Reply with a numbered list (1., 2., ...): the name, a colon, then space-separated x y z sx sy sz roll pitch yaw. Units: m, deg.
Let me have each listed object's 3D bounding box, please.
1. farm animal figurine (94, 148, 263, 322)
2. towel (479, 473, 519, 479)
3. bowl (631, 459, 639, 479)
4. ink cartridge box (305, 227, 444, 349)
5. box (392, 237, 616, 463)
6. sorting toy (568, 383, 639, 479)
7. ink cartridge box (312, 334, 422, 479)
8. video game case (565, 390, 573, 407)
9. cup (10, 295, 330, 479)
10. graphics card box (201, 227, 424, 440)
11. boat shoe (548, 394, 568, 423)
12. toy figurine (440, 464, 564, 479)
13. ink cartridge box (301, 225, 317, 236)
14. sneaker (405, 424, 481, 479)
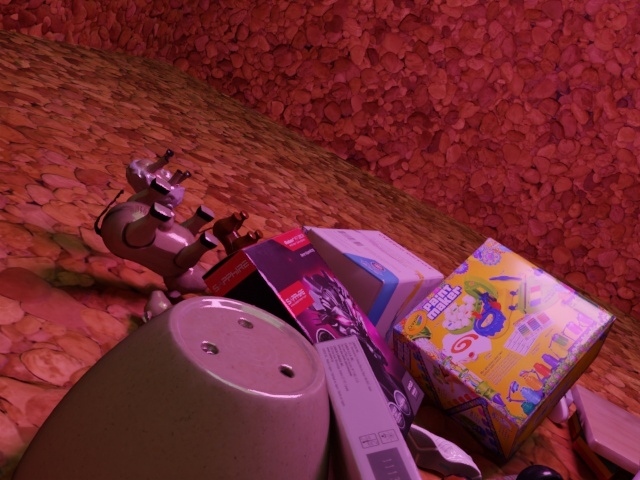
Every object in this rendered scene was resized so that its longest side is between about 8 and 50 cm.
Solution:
1. farm animal figurine: -0.237 0.044 1.025 0.327 0.172 0.330 43 22 -23
2. towel: 0.376 0.485 0.860 0.271 0.040 0.370 12 23 -39
3. bowl: 0.558 0.476 0.904 0.298 0.134 0.298 52 -7 9
4. ink cartridge box: 0.084 0.106 1.272 0.198 0.197 0.270 36 20 30
5. box: 0.337 0.198 1.161 0.279 0.290 0.177 38 -24 31
6. sorting toy: 0.646 0.451 1.273 0.257 0.089 0.255 29 18 7
7. ink cartridge box: 0.053 0.279 0.666 0.060 0.238 0.275 -10 26 -8
8. video game case: 0.514 0.292 1.636 0.300 0.036 0.329 29 18 7
9. cup: -0.119 0.201 0.637 0.331 0.237 0.331 24 18 -8
10. graphics card box: 0.002 0.159 0.958 0.371 0.094 0.233 54 20 4
11. boat shoe: 0.540 0.347 1.422 0.063 0.066 0.184 10 29 -17
12. toy figurine: 0.181 0.354 0.674 0.210 0.213 0.148 12 34 -27
13. ink cartridge box: 0.000 0.000 1.745 0.115 0.029 0.063 39 21 32
14. sneaker: 0.189 0.345 0.992 0.152 0.053 0.061 34 12 -2
